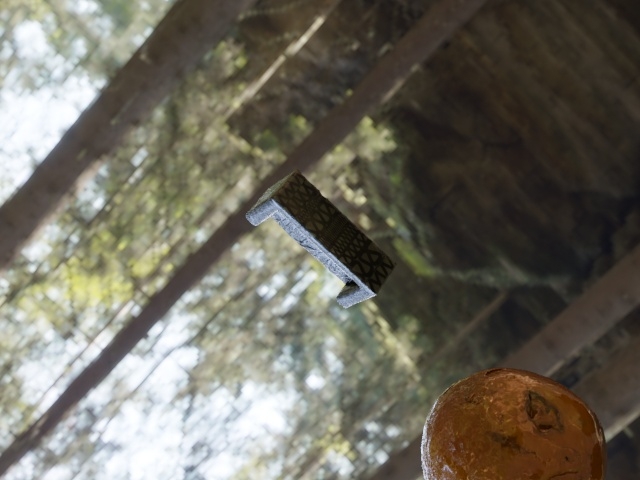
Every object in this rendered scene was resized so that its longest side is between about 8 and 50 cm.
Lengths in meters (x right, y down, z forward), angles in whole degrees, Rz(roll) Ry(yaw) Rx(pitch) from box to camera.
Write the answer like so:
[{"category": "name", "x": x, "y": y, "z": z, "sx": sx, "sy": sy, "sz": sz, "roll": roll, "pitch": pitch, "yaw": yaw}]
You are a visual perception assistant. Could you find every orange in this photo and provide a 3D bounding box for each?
[{"category": "orange", "x": 0.083, "y": 0.095, "z": 0.572, "sx": 0.083, "sy": 0.083, "sz": 0.083, "roll": 35, "pitch": -154, "yaw": -20}]

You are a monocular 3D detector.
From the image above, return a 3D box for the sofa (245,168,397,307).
[{"category": "sofa", "x": 0.000, "y": 0.000, "z": 1.074, "sx": 0.118, "sy": 0.060, "sz": 0.039, "roll": 44, "pitch": -118, "yaw": -10}]
